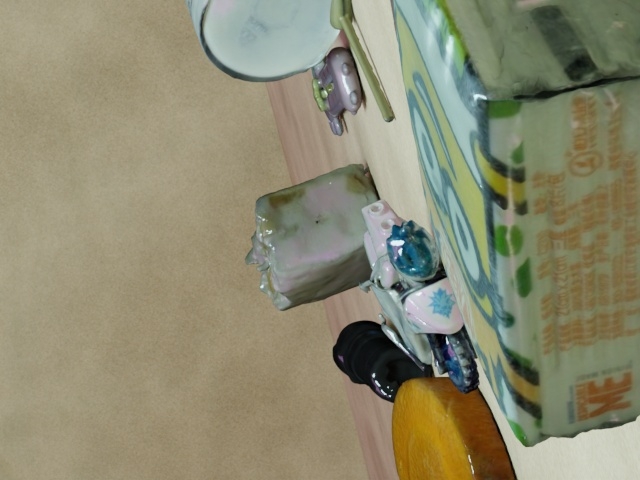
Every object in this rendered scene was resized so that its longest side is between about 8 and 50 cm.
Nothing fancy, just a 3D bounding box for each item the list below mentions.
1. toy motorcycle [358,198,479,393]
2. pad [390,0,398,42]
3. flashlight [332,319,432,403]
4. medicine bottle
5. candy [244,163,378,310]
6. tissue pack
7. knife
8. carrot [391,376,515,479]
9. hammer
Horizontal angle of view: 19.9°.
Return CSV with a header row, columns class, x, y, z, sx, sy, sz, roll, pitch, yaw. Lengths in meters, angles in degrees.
class,x,y,z,sx,sy,sz,roll,pitch,yaw
toy motorcycle,0.102,0.027,1.935,0.239,0.108,0.204,41,161,37
pad,0.096,-0.201,1.789,0.188,0.006,0.113,-115,11,-54
flashlight,0.091,0.179,2.642,0.424,0.103,0.103,-160,54,-83
medicine bottle,-0.099,-0.373,2.372,0.332,0.190,0.190,-111,7,-47
candy,0.000,0.000,2.552,0.185,0.195,0.137,98,151,-68
tissue pack,0.129,-0.057,1.105,0.311,0.128,0.228,79,175,-47
knife,0.015,-0.213,2.515,0.398,0.038,0.132,177,74,-85
carrot,0.170,0.279,2.132,0.307,0.100,0.258,164,91,-78
hammer,0.053,-0.221,2.168,0.060,0.028,0.195,92,160,-54
